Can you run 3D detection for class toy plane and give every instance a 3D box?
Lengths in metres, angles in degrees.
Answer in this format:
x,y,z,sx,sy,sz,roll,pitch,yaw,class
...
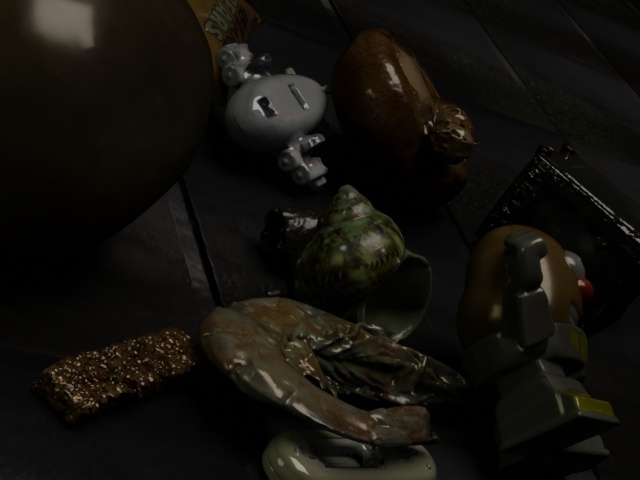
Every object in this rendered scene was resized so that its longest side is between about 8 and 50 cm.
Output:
x,y,z,sx,sy,sz,roll,pitch,yaw,class
-0.064,-0.176,1.735,0.245,0.117,0.244,37,35,-32,toy plane

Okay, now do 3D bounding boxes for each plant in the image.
x,y,z,sx,sy,sz,roll,pitch,yaw,class
0.000,0.000,1.537,0.143,0.092,0.094,7,8,-31,plant

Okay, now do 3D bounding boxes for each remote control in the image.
x,y,z,sx,sy,sz,roll,pitch,yaw,class
0.035,0.227,1.257,0.221,0.042,0.078,8,35,-41,remote control

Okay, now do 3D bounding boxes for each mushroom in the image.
x,y,z,sx,sy,sz,roll,pitch,yaw,class
0.120,-0.172,1.817,0.297,0.163,0.278,50,6,-38,mushroom

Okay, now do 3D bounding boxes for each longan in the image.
x,y,z,sx,sy,sz,roll,pitch,yaw,class
-0.278,-0.150,1.263,0.361,0.361,0.361,25,28,-15,longan

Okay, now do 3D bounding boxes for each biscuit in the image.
x,y,z,sx,sy,sz,roll,pitch,yaw,class
-0.185,0.127,1.194,0.064,0.034,0.199,44,29,18,biscuit

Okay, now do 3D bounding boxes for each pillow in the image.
x,y,z,sx,sy,sz,roll,pitch,yaw,class
-0.236,-0.349,1.819,0.312,0.119,0.310,34,29,-15,pillow

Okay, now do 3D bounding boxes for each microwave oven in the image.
x,y,z,sx,sy,sz,roll,pitch,yaw,class
0.388,-0.004,1.860,0.247,0.178,0.188,44,21,21,microwave oven

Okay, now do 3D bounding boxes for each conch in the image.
x,y,z,sx,sy,sz,roll,pitch,yaw,class
0.045,0.033,1.444,0.187,0.181,0.124,-12,45,-36,conch

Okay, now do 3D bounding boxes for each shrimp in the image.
x,y,z,sx,sy,sz,roll,pitch,yaw,class
0.032,0.148,1.311,0.360,0.085,0.247,16,20,-36,shrimp

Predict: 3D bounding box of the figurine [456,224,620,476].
x,y,z,sx,sy,sz,roll,pitch,yaw,class
0.246,0.115,1.450,0.167,0.342,0.285,-1,59,-17,figurine
